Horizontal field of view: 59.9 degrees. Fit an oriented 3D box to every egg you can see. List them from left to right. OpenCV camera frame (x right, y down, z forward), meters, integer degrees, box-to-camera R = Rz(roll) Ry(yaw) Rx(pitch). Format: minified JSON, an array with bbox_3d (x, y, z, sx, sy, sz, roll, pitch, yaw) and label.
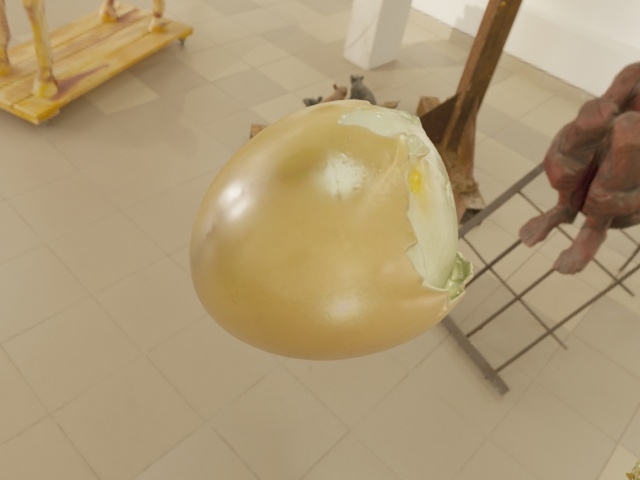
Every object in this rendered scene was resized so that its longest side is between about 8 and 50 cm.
[{"bbox_3d":[0.000,0.000,0.452,0.201,0.245,0.201,40,36,-38],"label":"egg"}]

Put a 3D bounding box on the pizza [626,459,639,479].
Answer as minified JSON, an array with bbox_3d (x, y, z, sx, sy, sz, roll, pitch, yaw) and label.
[{"bbox_3d":[0.207,0.250,0.268,0.288,0.075,0.279,-3,41,-32],"label":"pizza"}]
